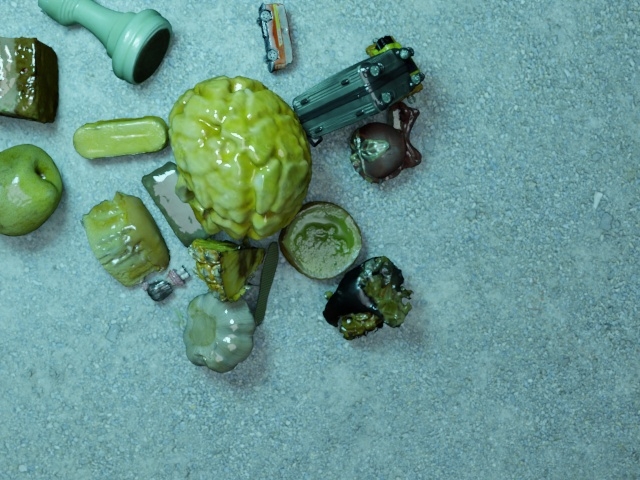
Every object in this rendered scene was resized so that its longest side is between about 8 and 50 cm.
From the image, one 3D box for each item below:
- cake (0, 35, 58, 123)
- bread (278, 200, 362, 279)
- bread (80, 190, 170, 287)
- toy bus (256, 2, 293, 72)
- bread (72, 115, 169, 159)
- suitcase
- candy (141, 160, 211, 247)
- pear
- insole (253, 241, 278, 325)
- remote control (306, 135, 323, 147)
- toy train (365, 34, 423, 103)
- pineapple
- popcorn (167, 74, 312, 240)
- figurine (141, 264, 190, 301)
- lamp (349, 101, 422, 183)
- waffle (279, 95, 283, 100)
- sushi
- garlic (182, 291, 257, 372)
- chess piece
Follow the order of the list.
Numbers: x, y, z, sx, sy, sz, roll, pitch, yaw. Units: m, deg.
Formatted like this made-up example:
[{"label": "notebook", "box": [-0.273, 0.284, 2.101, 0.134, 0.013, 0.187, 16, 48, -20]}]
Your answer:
[{"label": "cake", "box": [-0.812, -0.400, 1.521, 0.292, 0.196, 0.199, 4, 99, -9]}, {"label": "bread", "box": [0.000, 0.000, 1.744, 0.235, 0.070, 0.236, -1, 99, -7]}, {"label": "bread", "box": [-0.522, 0.002, 1.646, 0.174, 0.133, 0.252, -28, 101, -1]}, {"label": "toy bus", "box": [-0.119, -0.541, 1.652, 0.077, 0.079, 0.175, -13, 100, -15]}, {"label": "bread", "box": [-0.521, -0.270, 1.631, 0.245, 0.094, 0.102, -8, 108, -5]}, {"label": "suitcase", "box": [0.089, -0.376, 1.572, 0.202, 0.312, 0.128, -39, 107, -41]}, {"label": "candy", "box": [-0.377, -0.094, 1.667, 0.104, 0.102, 0.234, -31, 99, -3]}, {"label": "pear", "box": [-0.770, -0.125, 1.562, 0.211, 0.229, 0.188, -26, 141, 12]}, {"label": "insole", "box": [-0.153, 0.124, 1.742, 0.005, 0.086, 0.254, 18, 102, 24]}, {"label": "remote control", "box": [-0.035, -0.305, 1.725, 0.039, 0.014, 0.096, -42, 100, 0]}, {"label": "toy train", "box": [0.201, -0.469, 1.663, 0.089, 0.127, 0.220, -26, 78, -5]}, {"label": "pineapple", "box": [-0.263, 0.072, 1.617, 0.161, 0.334, 0.159, 7, 100, 13]}, {"label": "popcorn", "box": [-0.176, -0.200, 1.492, 0.344, 0.353, 0.390, -34, 137, -37]}, {"label": "figurine", "box": [-0.425, 0.116, 1.710, 0.129, 0.054, 0.072, -34, 119, -1]}, {"label": "lamp", "box": [0.168, -0.267, 1.700, 0.223, 0.151, 0.215, -21, 111, -48]}, {"label": "waffle", "box": [-0.184, -0.250, 1.693, 0.247, 0.055, 0.221, -21, 100, -3]}, {"label": "sushi", "box": [0.127, 0.169, 1.727, 0.213, 0.204, 0.200, -36, 94, -34]}, {"label": "garlic", "box": [-0.269, 0.245, 1.687, 0.227, 0.152, 0.228, -5, 78, 22]}, {"label": "chess piece", "box": [-0.546, -0.546, 1.553, 0.299, 0.194, 0.195, 32, 93, -1]}]
